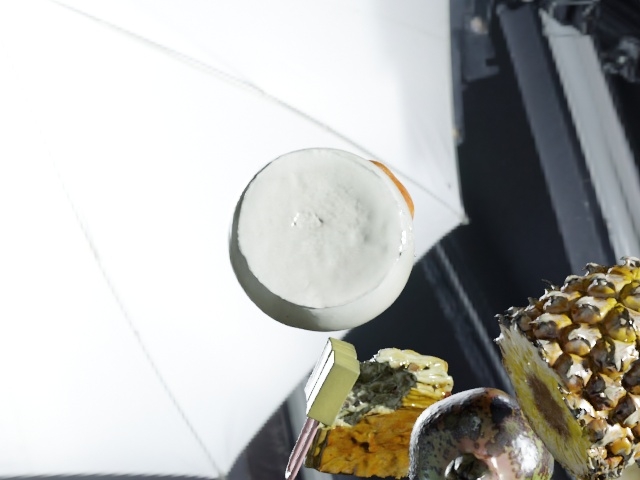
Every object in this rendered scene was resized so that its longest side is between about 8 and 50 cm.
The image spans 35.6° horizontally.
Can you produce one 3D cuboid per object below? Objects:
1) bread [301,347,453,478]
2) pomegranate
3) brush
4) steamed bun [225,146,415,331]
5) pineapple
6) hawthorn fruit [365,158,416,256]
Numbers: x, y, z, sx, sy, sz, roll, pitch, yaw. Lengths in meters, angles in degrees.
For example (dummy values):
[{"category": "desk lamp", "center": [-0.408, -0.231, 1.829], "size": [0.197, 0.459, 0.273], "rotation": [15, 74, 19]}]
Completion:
[{"category": "bread", "center": [0.126, 0.404, 2.442], "size": [0.191, 0.314, 0.369], "rotation": [-97, -161, -55]}, {"category": "pomegranate", "center": [0.287, 0.416, 1.850], "size": [0.341, 0.285, 0.284], "rotation": [10, 70, -77]}, {"category": "brush", "center": [-0.011, 0.271, 1.533], "size": [0.103, 0.047, 0.233], "rotation": [-97, -149, -73]}, {"category": "steamed bun", "center": [0.000, 0.000, 1.700], "size": [0.206, 0.325, 0.324], "rotation": [80, -2, -78]}, {"category": "pineapple", "center": [0.472, 0.205, 1.591], "size": [0.352, 0.300, 0.352], "rotation": [158, -90, -89]}, {"category": "hawthorn fruit", "center": [0.127, -0.060, 2.335], "size": [0.299, 0.211, 0.211], "rotation": [44, -40, 33]}]
